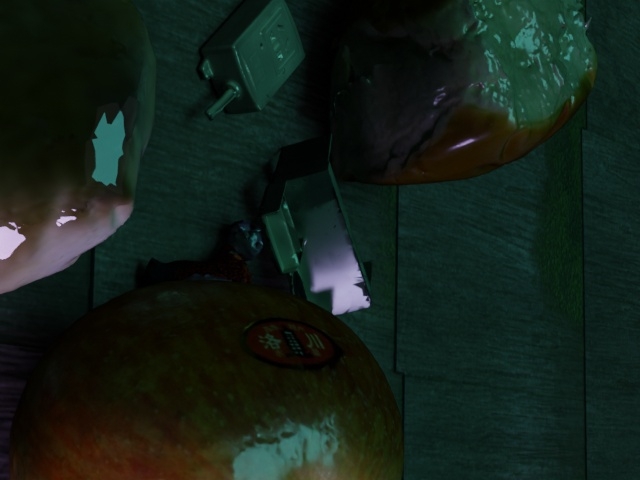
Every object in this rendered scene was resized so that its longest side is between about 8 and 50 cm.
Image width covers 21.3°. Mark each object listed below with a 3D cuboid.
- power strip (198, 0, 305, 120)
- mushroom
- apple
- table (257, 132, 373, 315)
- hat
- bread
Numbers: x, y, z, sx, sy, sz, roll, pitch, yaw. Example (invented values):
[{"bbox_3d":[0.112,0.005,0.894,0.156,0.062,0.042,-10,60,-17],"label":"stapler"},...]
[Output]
[{"bbox_3d":[-0.070,-0.163,1.582,0.175,0.042,0.075,-56,133,-45],"label":"power strip"},{"bbox_3d":[-0.296,-0.073,0.879,0.314,0.397,0.224,14,72,-54],"label":"mushroom"},{"bbox_3d":[-0.076,0.173,1.283,0.309,0.250,0.277,-7,112,-19],"label":"apple"},{"bbox_3d":[0.000,0.000,1.608,0.175,0.062,0.146,-81,154,-66],"label":"table"},{"bbox_3d":[-0.094,0.046,1.488,0.140,0.129,0.227,39,30,-17],"label":"hat"},{"bbox_3d":[0.131,-0.177,1.733,0.279,0.250,0.225,-37,110,-47],"label":"bread"}]
